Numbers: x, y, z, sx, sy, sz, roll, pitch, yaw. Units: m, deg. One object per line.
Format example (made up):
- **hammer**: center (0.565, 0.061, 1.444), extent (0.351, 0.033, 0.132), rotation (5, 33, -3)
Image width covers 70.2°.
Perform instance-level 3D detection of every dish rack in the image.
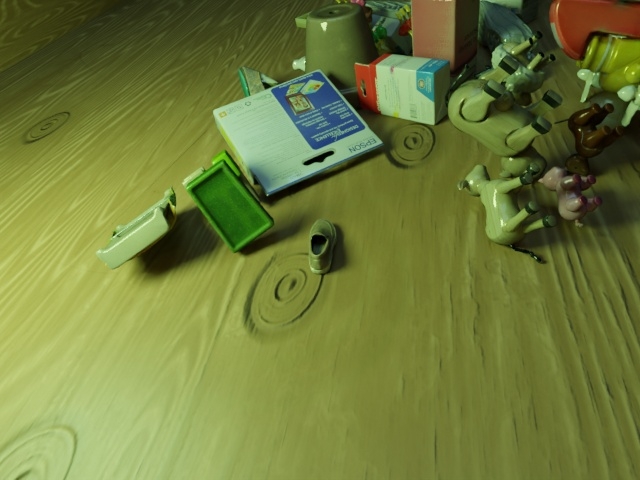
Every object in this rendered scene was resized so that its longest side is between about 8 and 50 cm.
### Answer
- **dish rack**: center (0.313, -0.762, 1.554), extent (0.285, 0.072, 0.333), rotation (-16, 37, -30)

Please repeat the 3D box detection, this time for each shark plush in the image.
- **shark plush**: center (0.490, -0.447, 1.198), extent (0.161, 0.073, 0.067), rotation (8, 75, 17)

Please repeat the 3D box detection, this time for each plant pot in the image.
- **plant pot**: center (0.058, -0.516, 1.261), extent (0.263, 0.229, 0.263), rotation (-7, 41, 6)

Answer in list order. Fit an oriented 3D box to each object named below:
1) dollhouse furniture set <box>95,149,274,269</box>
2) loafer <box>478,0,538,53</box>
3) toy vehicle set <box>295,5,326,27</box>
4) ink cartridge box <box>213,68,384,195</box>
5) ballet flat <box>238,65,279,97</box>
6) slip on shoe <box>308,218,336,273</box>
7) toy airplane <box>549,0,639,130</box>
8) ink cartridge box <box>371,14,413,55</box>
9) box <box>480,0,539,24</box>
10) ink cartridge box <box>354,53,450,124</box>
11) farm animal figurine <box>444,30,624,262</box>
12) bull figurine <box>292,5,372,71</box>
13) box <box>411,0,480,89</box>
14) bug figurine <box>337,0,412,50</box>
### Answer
- **dollhouse furniture set**: center (-0.265, -0.027, 0.915), extent (0.301, 0.151, 0.197), rotation (-36, 21, 1)
- **loafer**: center (0.542, -0.632, 1.360), extent (0.111, 0.112, 0.319), rotation (-7, 48, 1)
- **toy vehicle set**: center (0.044, -0.908, 1.864), extent (0.166, 0.035, 0.267), rotation (-37, 45, -25)
- **ink cartridge box**: center (-0.058, -0.254, 1.093), extent (0.303, 0.072, 0.307), rotation (-25, 63, -14)
- **ballet flat**: center (-0.162, -0.408, 1.305), extent (0.106, 0.107, 0.316), rotation (-14, 50, -6)
- **slip on shoe**: center (0.000, 0.000, 0.825), extent (0.051, 0.041, 0.135), rotation (-3, 41, 12)
- **toy airplane**: center (0.649, -0.320, 0.887), extent (0.386, 0.272, 0.384), rotation (4, 39, -39)
- **ink cartridge box**: center (0.215, -0.673, 1.485), extent (0.061, 0.104, 0.181), rotation (-56, 45, 8)
- **box**: center (0.604, -0.786, 1.515), extent (0.114, 0.103, 0.203), rotation (-36, 45, -24)
- **ink cartridge box**: center (0.203, -0.384, 1.139), extent (0.231, 0.134, 0.078), rotation (25, 54, 36)
- **farm animal figurine**: center (0.342, -0.165, 0.812), extent (0.330, 0.172, 0.327), rotation (-38, 87, -25)
- **bull figurine**: center (0.032, -0.642, 1.472), extent (0.310, 0.101, 0.188), rotation (-39, 37, 0)
- **box**: center (0.333, -0.546, 1.213), extent (0.127, 0.232, 0.148), rotation (22, 51, 34)
- **bug figurine**: center (0.177, -0.692, 1.355), extent (0.216, 0.279, 0.072), rotation (-34, 0, 12)
